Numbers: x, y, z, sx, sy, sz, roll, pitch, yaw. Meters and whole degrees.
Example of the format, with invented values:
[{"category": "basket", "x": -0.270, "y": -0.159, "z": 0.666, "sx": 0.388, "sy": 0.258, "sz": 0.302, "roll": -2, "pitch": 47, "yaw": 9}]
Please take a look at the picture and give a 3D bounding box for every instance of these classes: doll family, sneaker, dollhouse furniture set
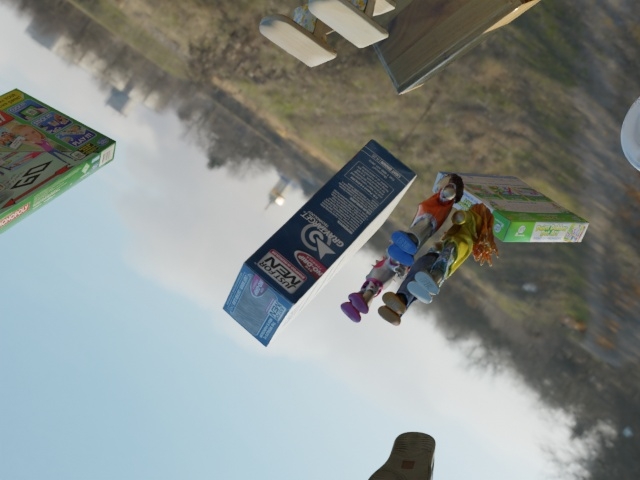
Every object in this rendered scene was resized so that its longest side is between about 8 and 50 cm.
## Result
[{"category": "doll family", "x": 0.142, "y": 0.026, "z": 1.109, "sx": 0.118, "sy": 0.163, "sz": 0.263, "roll": 40, "pitch": 145, "yaw": 4}, {"category": "sneaker", "x": 0.120, "y": 0.368, "z": 1.214, "sx": 0.083, "sy": 0.118, "sz": 0.222, "roll": 3, "pitch": -164, "yaw": 21}, {"category": "dollhouse furniture set", "x": 0.052, "y": -0.547, "z": 1.439, "sx": 0.256, "sy": 0.362, "sz": 0.394, "roll": 28, "pitch": 156, "yaw": -37}]

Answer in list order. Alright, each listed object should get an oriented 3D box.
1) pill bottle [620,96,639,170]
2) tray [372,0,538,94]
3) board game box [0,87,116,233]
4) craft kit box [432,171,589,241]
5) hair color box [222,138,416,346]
[{"category": "pill bottle", "x": 0.549, "y": -0.125, "z": 1.242, "sx": 0.246, "sy": 0.136, "sz": 0.136, "roll": 18, "pitch": -165, "yaw": -40}, {"category": "tray", "x": 0.231, "y": -0.454, "z": 1.673, "sx": 0.202, "sy": 0.076, "sz": 0.411, "roll": 63, "pitch": 151, "yaw": 0}, {"category": "board game box", "x": -0.505, "y": -0.128, "z": 1.375, "sx": 0.214, "sy": 0.046, "sz": 0.317, "roll": 29, "pitch": -143, "yaw": 9}, {"category": "craft kit box", "x": 0.417, "y": -0.075, "z": 1.917, "sx": 0.250, "sy": 0.061, "sz": 0.247, "roll": 0, "pitch": -155, "yaw": -34}, {"category": "hair color box", "x": 0.000, "y": 0.000, "z": 1.436, "sx": 0.105, "sy": 0.347, "sz": 0.174, "roll": 40, "pitch": 147, "yaw": 6}]
